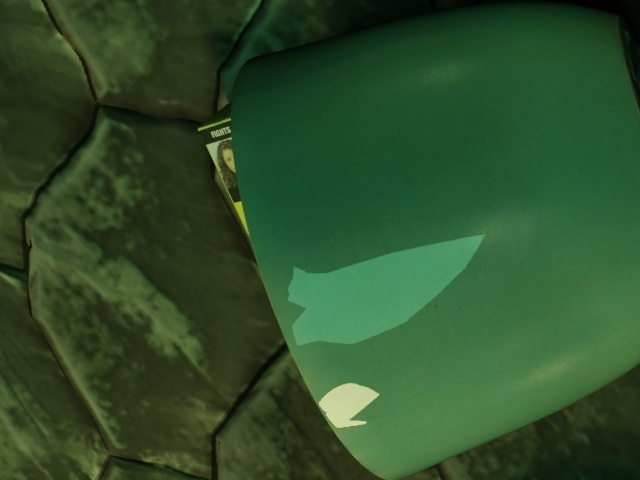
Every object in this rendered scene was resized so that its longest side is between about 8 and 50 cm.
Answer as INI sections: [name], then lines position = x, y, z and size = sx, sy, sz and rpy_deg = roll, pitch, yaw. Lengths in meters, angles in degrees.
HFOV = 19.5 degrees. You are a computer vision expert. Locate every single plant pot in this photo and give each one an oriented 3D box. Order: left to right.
[plant pot]
position = 0.112, -0.019, 1.187
size = 0.235, 0.293, 0.293
rpy_deg = -19, 107, 17

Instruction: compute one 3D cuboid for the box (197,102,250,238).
[box]
position = 0.000, 0.000, 1.377
size = 0.087, 0.058, 0.232
rpy_deg = -15, 109, 30
